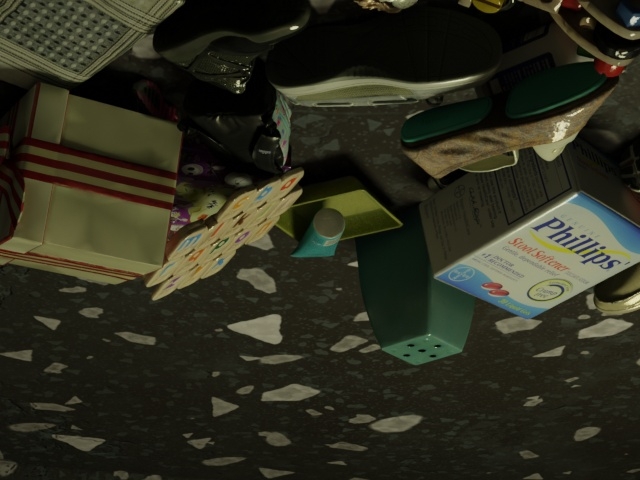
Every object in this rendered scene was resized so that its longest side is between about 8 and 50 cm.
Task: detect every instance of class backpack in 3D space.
[{"bbox_3d":[-0.104,-0.168,1.683,0.152,0.115,0.182,7,158,18],"label":"backpack"}]

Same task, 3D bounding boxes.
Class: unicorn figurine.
[{"bbox_3d":[0.125,-0.326,1.455,0.111,0.060,0.162,19,163,-34],"label":"unicorn figurine"}]

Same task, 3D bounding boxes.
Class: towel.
[{"bbox_3d":[-0.384,-0.304,1.479,0.324,0.056,0.312,25,144,-39],"label":"towel"}]

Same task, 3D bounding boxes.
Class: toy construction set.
[{"bbox_3d":[0.269,-0.324,1.341,0.237,0.257,0.309,15,175,7],"label":"toy construction set"}]

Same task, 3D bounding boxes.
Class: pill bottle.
[{"bbox_3d":[0.309,-0.233,1.568,0.187,0.112,0.112,-19,148,33],"label":"pill bottle"}]

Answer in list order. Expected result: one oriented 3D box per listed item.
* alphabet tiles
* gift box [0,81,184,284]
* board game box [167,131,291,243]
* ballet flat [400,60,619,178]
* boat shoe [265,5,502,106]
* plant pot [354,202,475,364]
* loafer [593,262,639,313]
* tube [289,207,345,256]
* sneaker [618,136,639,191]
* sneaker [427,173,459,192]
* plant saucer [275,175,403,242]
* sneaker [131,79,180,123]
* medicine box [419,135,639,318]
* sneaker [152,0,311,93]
[{"bbox_3d":[-0.147,-0.012,1.786,0.284,0.021,0.278,-24,163,-49],"label":"alphabet tiles"},{"bbox_3d":[-0.364,-0.058,1.674,0.258,0.276,0.255,14,160,-25],"label":"gift box"},{"bbox_3d":[-0.202,-0.074,1.942,0.208,0.056,0.347,13,150,-17],"label":"board game box"},{"bbox_3d":[0.256,-0.149,1.523,0.316,0.107,0.106,-11,129,37],"label":"ballet flat"},{"bbox_3d":[0.089,-0.234,1.570,0.320,0.118,0.103,-5,159,17],"label":"boat shoe"},{"bbox_3d":[0.175,0.087,2.056,0.166,0.234,0.165,-22,146,34],"label":"plant pot"},{"bbox_3d":[0.608,0.042,2.135,0.268,0.102,0.092,-33,126,26],"label":"loafer"},{"bbox_3d":[0.000,0.000,1.980,0.080,0.052,0.207,4,163,-8],"label":"tube"},{"bbox_3d":[0.602,-0.128,1.795,0.279,0.107,0.118,-17,156,31],"label":"sneaker"},{"bbox_3d":[0.220,-0.092,1.928,0.083,0.032,0.037,9,151,-19],"label":"sneaker"},{"bbox_3d":[0.021,-0.054,1.967,0.188,0.045,0.188,-12,157,22],"label":"plant saucer"},{"bbox_3d":[-0.254,-0.194,1.713,0.057,0.047,0.119,1,154,23],"label":"sneaker"},{"bbox_3d":[0.358,-0.024,1.899,0.289,0.149,0.263,-33,140,33],"label":"medicine box"},{"bbox_3d":[-0.095,-0.264,1.533,0.227,0.087,0.130,-13,152,28],"label":"sneaker"}]
